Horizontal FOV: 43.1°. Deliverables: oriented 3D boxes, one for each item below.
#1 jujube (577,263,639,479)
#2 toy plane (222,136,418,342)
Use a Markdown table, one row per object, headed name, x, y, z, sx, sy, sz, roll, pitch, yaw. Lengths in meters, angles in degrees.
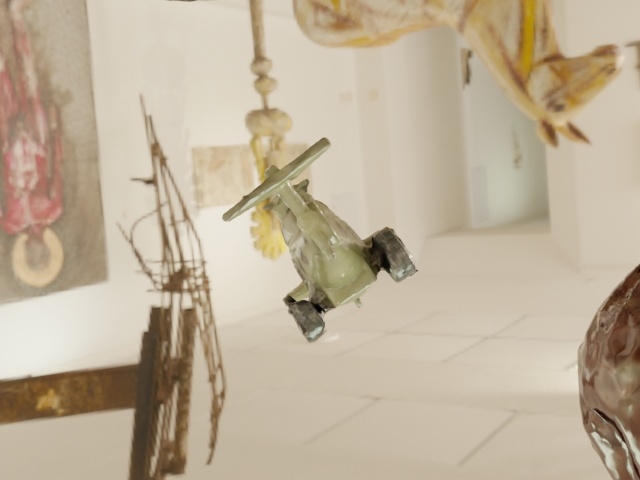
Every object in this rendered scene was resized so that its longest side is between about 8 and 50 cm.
| name | x | y | z | sx | sy | sz | roll | pitch | yaw |
| --- | --- | --- | --- | --- | --- | --- | --- | --- | --- |
| jujube | 0.392 | 0.083 | 0.613 | 0.376 | 0.277 | 0.276 | -29 | -171 | -10 |
| toy plane | 0.000 | 0.000 | 0.515 | 0.092 | 0.108 | 0.286 | -33 | 177 | 0 |
